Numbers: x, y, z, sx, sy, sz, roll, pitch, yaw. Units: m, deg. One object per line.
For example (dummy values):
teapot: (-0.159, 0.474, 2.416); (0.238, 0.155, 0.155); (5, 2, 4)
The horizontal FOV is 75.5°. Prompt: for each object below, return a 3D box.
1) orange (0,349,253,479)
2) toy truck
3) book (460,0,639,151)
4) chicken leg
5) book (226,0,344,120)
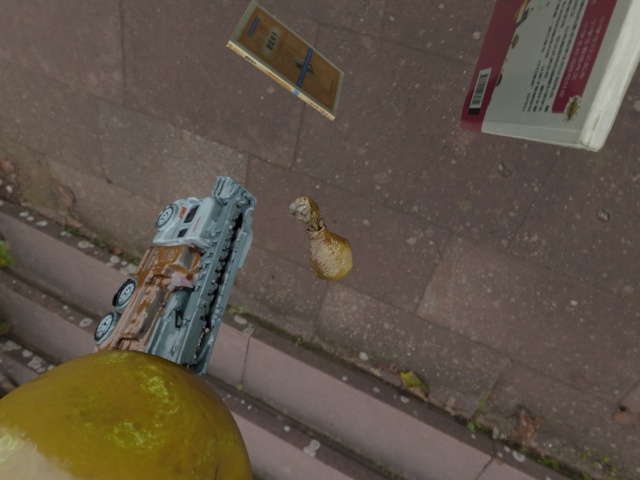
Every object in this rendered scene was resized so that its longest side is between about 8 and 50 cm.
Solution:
orange: (-0.190, 0.246, 0.379); (0.235, 0.279, 0.279); (-1, 118, 31)
toy truck: (-0.202, 0.056, 0.663); (0.184, 0.338, 0.133); (-7, 145, 40)
book: (0.175, -0.163, 0.325); (0.022, 0.232, 0.162); (11, 108, -4)
chicken leg: (0.002, 0.001, 0.926); (0.087, 0.107, 0.252); (46, 169, 47)
book: (-0.056, -0.360, 0.828); (0.241, 0.170, 0.018); (29, 139, -23)
